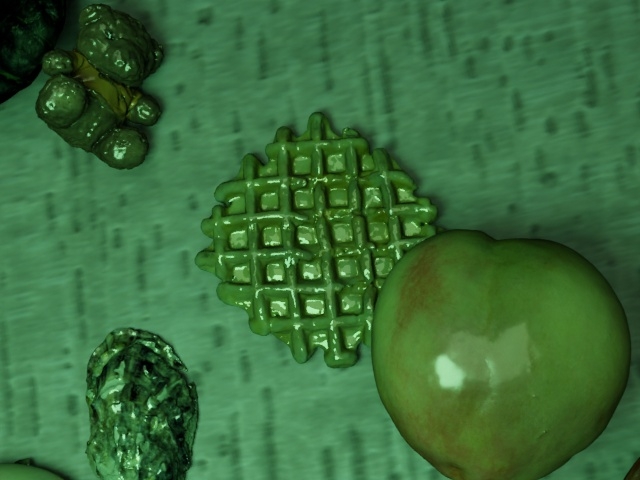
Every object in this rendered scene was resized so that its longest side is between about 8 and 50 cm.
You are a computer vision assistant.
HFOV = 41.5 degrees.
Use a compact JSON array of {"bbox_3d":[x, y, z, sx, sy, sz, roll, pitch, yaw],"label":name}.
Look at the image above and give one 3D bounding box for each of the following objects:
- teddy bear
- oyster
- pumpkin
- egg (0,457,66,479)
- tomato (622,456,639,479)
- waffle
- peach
[{"bbox_3d":[-0.290,-0.211,1.120,0.140,0.177,0.190,21,81,48],"label":"teddy bear"},{"bbox_3d":[-0.240,0.245,1.067,0.199,0.087,0.252,23,70,8],"label":"oyster"},{"bbox_3d":[-0.468,-0.302,1.105,0.315,0.238,0.315,-11,65,25],"label":"pumpkin"},{"bbox_3d":[-0.389,0.406,0.991,0.286,0.174,0.264,33,87,6],"label":"egg"},{"bbox_3d":[0.419,0.342,0.942,0.214,0.155,0.181,38,49,16],"label":"tomato"},{"bbox_3d":[0.000,0.000,1.095,0.309,0.056,0.292,43,85,10],"label":"waffle"},{"bbox_3d":[0.197,0.129,0.953,0.292,0.247,0.292,5,64,-9],"label":"peach"}]
